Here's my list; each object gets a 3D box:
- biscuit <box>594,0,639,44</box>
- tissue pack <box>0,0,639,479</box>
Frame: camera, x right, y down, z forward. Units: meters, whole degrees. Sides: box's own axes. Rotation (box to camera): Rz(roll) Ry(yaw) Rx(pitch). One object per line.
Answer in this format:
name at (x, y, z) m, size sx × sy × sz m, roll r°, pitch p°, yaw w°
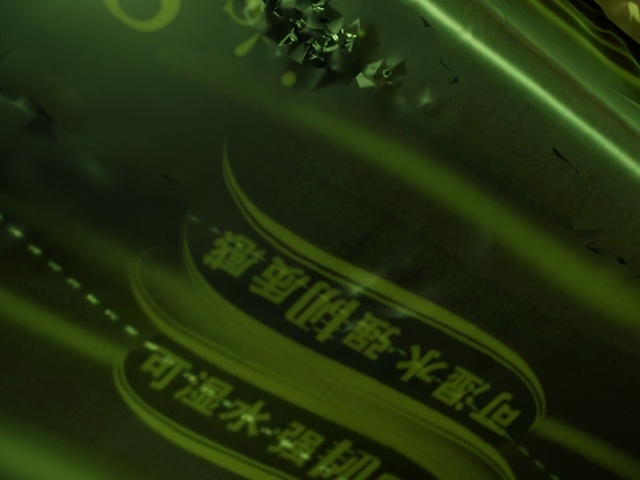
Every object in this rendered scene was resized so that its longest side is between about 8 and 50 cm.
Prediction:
biscuit at (0.096, -0.055, 0.647) m, size 0.160 × 0.030 × 0.250 m, roll -41°, pitch 111°, yaw 8°
tissue pack at (0.000, 0.000, 0.536) m, size 0.370 × 0.198 × 0.210 m, roll 36°, pitch 106°, yaw -19°
